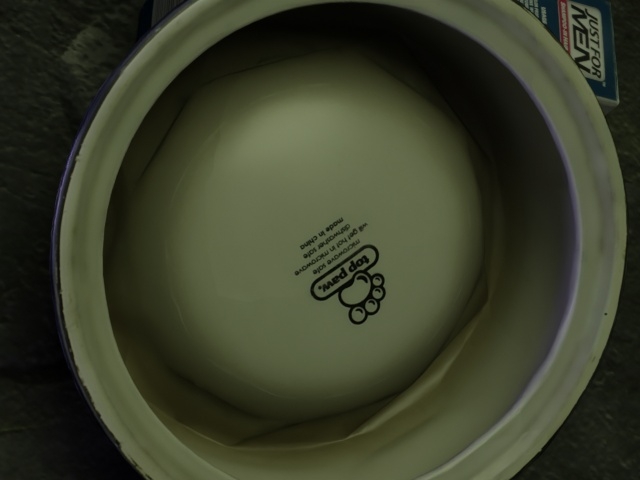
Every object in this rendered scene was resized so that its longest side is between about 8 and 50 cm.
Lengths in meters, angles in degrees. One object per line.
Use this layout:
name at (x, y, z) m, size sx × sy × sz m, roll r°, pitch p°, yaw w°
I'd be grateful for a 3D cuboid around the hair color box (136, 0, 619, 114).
hair color box at (0.043, -0.148, 1.439) m, size 0.347 × 0.174 × 0.105 m, roll 13°, pitch 59°, yaw -20°

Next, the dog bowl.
dog bowl at (0.000, 0.000, 1.264) m, size 0.408 × 0.150 × 0.408 m, roll -3°, pitch 99°, yaw -19°
